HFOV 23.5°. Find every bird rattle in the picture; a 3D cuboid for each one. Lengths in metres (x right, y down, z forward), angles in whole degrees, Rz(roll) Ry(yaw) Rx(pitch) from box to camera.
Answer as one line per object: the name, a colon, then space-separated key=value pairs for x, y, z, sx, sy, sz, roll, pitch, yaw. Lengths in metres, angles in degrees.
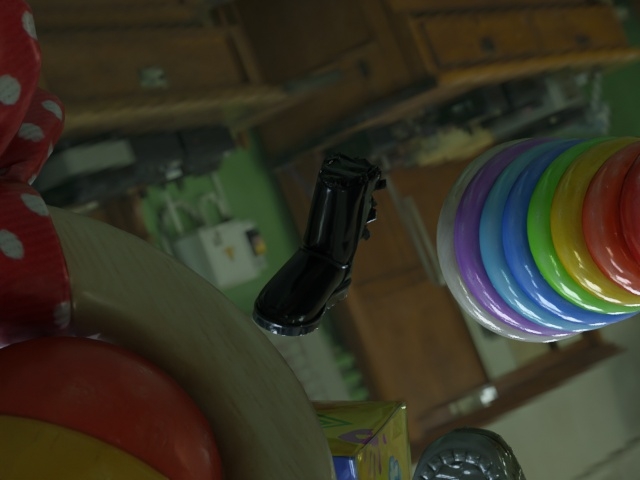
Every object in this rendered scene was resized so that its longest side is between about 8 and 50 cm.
bird rattle: x=-0.094 y=0.051 z=0.380 sx=0.143 sy=0.207 sz=0.253 roll=-55 pitch=-168 yaw=37

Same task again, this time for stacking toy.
stacking toy: x=0.172 y=-0.005 z=0.902 sx=0.141 sy=0.141 sz=0.330 roll=-21 pitch=-179 yaw=-9

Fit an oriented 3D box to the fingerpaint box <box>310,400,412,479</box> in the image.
fingerpaint box: x=-0.090 y=0.385 z=1.510 sx=0.371 sy=0.445 sz=0.163 roll=-2 pitch=-167 yaw=21

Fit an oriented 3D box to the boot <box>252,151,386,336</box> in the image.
boot: x=0.000 y=0.000 z=1.008 sx=0.045 sy=0.099 sz=0.121 roll=23 pitch=-155 yaw=17

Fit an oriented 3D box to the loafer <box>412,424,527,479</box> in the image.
loafer: x=0.135 y=0.237 z=1.233 sx=0.094 sy=0.251 sz=0.087 roll=1 pitch=-143 yaw=22
